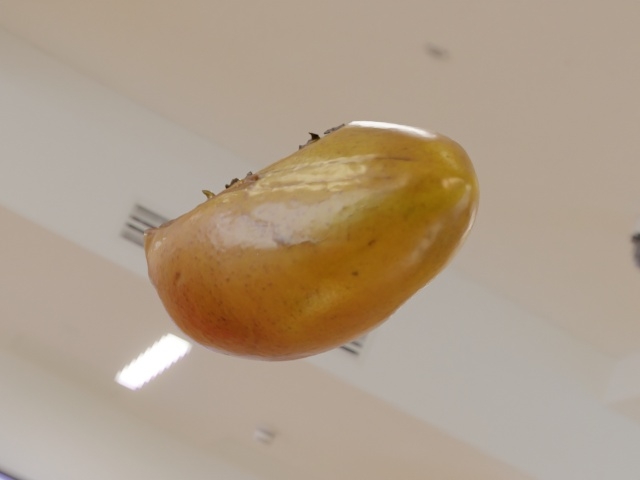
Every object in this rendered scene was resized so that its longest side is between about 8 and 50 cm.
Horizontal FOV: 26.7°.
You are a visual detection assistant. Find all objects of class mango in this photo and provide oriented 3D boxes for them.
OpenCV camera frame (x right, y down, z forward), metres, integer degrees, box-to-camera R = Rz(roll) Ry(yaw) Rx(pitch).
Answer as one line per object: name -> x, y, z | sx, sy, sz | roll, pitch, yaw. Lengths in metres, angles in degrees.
mango -> 0.000, 0.000, 0.884 | 0.252, 0.154, 0.126 | -20, -65, 37
